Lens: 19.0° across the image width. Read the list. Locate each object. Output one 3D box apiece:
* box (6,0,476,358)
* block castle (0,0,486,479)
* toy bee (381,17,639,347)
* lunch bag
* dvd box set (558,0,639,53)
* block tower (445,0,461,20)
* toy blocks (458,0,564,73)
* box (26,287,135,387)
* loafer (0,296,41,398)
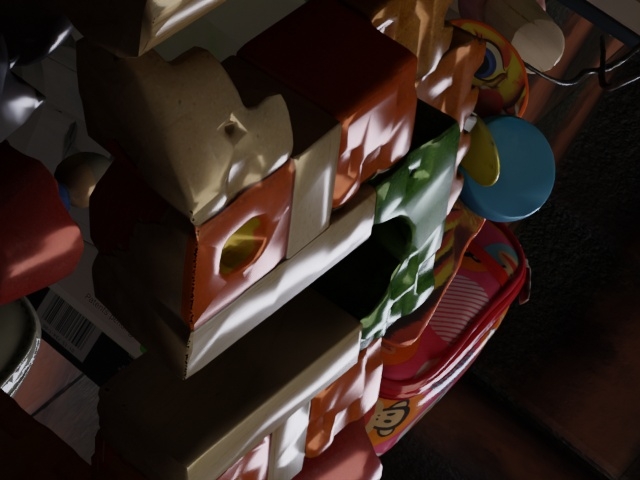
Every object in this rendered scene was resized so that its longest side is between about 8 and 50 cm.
[{"bbox_3d":[-0.079,-0.064,1.160,0.231,0.262,0.127,-53,169,10],"label":"box"},{"bbox_3d":[-0.091,-0.063,0.832,0.213,0.303,0.453,-37,150,-33],"label":"block castle"},{"bbox_3d":[0.077,-0.080,1.284,0.195,0.162,0.298,-29,-159,49],"label":"toy bee"},{"bbox_3d":[0.000,0.000,1.408,0.258,0.293,0.120,-41,165,-46],"label":"lunch bag"},{"bbox_3d":[0.287,-0.381,1.534,0.420,0.308,0.062,-51,153,-1],"label":"dvd box set"},{"bbox_3d":[0.181,-0.330,1.822,0.335,0.097,0.091,-57,168,15],"label":"block tower"},{"bbox_3d":[0.134,-0.341,1.405,0.288,0.309,0.260,-42,-156,11],"label":"toy blocks"},{"bbox_3d":[-0.092,0.062,1.543,0.163,0.247,0.142,-56,167,22],"label":"box"},{"bbox_3d":[-0.301,0.124,1.251,0.319,0.112,0.111,-44,175,-34],"label":"loafer"}]
